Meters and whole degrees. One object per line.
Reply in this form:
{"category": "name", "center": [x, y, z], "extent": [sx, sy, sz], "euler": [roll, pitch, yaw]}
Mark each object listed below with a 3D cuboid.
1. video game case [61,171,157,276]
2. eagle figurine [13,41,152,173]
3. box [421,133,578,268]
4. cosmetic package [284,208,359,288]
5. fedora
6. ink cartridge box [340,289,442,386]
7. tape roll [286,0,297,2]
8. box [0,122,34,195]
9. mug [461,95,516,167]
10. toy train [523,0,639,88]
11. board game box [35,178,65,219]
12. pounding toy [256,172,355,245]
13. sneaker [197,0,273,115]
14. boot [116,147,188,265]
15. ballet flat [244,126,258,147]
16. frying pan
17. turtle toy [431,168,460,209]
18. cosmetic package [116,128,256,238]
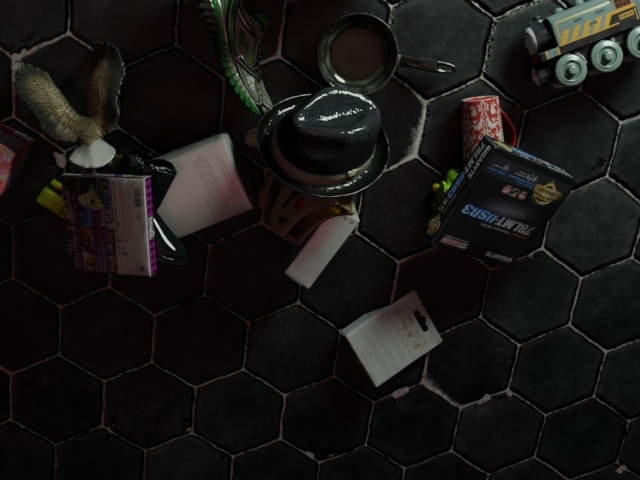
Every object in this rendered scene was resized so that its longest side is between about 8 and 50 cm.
{"category": "video game case", "center": [-0.482, -0.037, 1.784], "extent": [0.210, 0.042, 0.232], "euler": [3, 106, 14]}
{"category": "eagle figurine", "center": [-0.565, -0.300, 1.849], "extent": [0.225, 0.226, 0.298], "euler": [-2, 111, 31]}
{"category": "box", "center": [0.447, -0.086, 1.952], "extent": [0.296, 0.073, 0.293], "euler": [17, 116, -31]}
{"category": "cosmetic package", "center": [0.000, 0.000, 2.022], "extent": [0.085, 0.117, 0.231], "euler": [35, 103, -13]}
{"category": "fedora", "center": [0.022, -0.261, 1.825], "extent": [0.334, 0.334, 0.152], "euler": [17, 147, -8]}
{"category": "ink cartridge box", "center": [0.197, 0.269, 2.169], "extent": [0.232, 0.066, 0.189], "euler": [-34, 108, -13]}
{"category": "tape roll", "center": [0.048, -0.603, 1.730], "extent": [0.275, 0.275, 0.090], "euler": [-14, 109, 2]}
{"category": "box", "center": [-0.874, -0.236, 1.879], "extent": [0.300, 0.154, 0.142], "euler": [26, 106, -12]}
{"category": "mug", "center": [0.414, -0.277, 1.967], "extent": [0.113, 0.150, 0.169], "euler": [3, 109, 35]}
{"category": "toy train", "center": [0.656, -0.493, 1.879], "extent": [0.334, 0.142, 0.190], "euler": [-20, 97, 6]}
{"category": "board game box", "center": [-0.619, -0.077, 1.977], "extent": [0.181, 0.092, 0.043], "euler": [35, 104, -14]}
{"category": "pounding toy", "center": [-0.063, -0.087, 1.914], "extent": [0.270, 0.154, 0.155], "euler": [-10, 155, 38]}
{"category": "sneaker", "center": [-0.178, -0.458, 1.846], "extent": [0.146, 0.134, 0.343], "euler": [-19, 111, -1]}
{"category": "boot", "center": [-0.385, -0.078, 1.824], "extent": [0.247, 0.094, 0.207], "euler": [31, 107, -3]}
{"category": "ballet flat", "center": [-0.109, -0.258, 1.960], "extent": [0.168, 0.052, 0.057], "euler": [-2, 109, -2]}
{"category": "frying pan", "center": [0.153, -0.469, 1.900], "extent": [0.326, 0.053, 0.197], "euler": [-14, 109, 0]}
{"category": "turtle toy", "center": [0.337, -0.121, 2.015], "extent": [0.066, 0.095, 0.130], "euler": [-11, 112, -22]}
{"category": "cosmetic package", "center": [-0.365, -0.115, 1.943], "extent": [0.366, 0.155, 0.196], "euler": [-20, 108, 5]}
